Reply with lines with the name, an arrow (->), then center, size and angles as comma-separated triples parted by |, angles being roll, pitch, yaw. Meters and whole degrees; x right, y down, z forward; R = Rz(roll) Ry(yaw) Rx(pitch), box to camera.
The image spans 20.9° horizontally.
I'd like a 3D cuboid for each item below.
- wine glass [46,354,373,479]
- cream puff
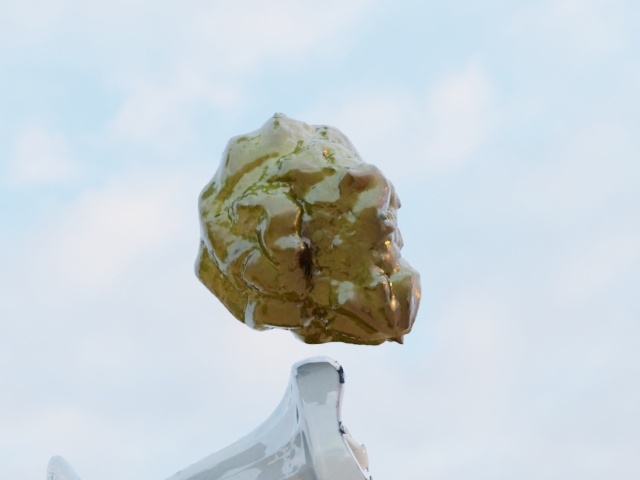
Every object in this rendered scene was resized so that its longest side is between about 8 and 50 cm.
wine glass -> -0.060, 0.168, 1.082 | 0.196, 0.165, 0.165 | -14, -37, 2
cream puff -> 0.000, 0.000, 1.061 | 0.146, 0.116, 0.146 | -9, -74, -36
